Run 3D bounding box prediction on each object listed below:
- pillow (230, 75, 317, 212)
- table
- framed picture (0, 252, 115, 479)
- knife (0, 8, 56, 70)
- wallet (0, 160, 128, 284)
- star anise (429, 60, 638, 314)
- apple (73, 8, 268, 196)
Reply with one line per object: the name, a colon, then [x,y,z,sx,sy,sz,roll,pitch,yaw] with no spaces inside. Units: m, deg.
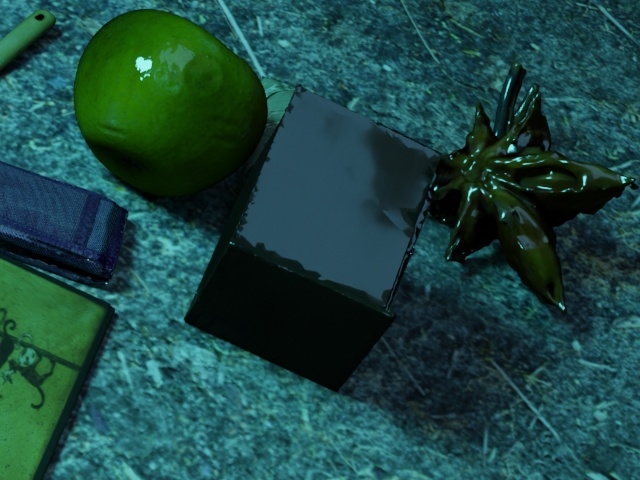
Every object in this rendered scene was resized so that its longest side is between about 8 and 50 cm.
pillow: [-0.021,-0.079,1.945,0.134,0.078,0.181,22,41,-10]
table: [0.000,0.000,1.759,0.172,0.169,0.193,25,57,-6]
framed picture: [-0.336,0.111,1.589,0.255,0.014,0.339,25,39,-6]
knife: [-0.361,-0.167,1.875,0.047,0.017,0.298,32,42,5]
wallet: [-0.267,-0.025,1.766,0.165,0.030,0.111,20,41,-12]
star anise: [0.222,-0.075,2.035,0.237,0.148,0.346,-16,43,12]
apple: [-0.153,-0.134,1.839,0.196,0.196,0.157,30,71,0]
